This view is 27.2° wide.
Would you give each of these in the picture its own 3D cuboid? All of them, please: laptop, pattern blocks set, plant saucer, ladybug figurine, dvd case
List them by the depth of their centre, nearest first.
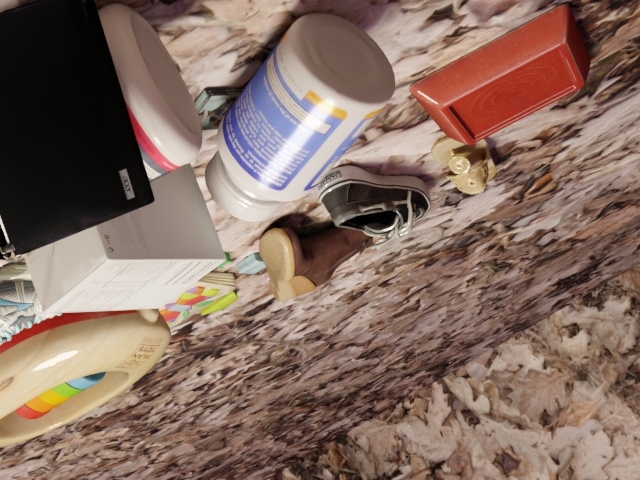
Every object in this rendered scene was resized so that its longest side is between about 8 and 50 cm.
[{"bbox_3d":[-0.339,-0.110,1.331,0.264,0.234,0.136,-4,-157,28],"label":"laptop"},{"bbox_3d":[-0.121,-0.174,1.753,0.119,0.013,0.087,-7,155,-38],"label":"dvd case"},{"bbox_3d":[0.286,-0.235,2.008,0.259,0.048,0.258,-28,161,11],"label":"plant saucer"},{"bbox_3d":[-0.439,0.190,2.137,0.449,0.162,0.305,-30,161,20],"label":"ladybug figurine"},{"bbox_3d":[-0.252,0.109,2.344,0.285,0.026,0.325,-2,151,-48],"label":"pattern blocks set"}]

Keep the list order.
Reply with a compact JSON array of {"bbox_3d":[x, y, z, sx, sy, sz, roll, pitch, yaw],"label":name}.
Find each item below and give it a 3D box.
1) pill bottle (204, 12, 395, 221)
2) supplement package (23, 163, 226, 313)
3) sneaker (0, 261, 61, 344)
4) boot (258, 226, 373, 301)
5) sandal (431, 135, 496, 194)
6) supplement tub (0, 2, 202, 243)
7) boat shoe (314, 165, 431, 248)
[{"bbox_3d":[-0.038,-0.146,1.679,0.152,0.152,0.272,-6,150,-42],"label":"pill bottle"},{"bbox_3d":[-0.267,-0.024,1.707,0.149,0.194,0.203,-36,157,34],"label":"supplement package"},{"bbox_3d":[-0.433,0.092,1.833,0.283,0.122,0.110,5,172,-16],"label":"sneaker"},{"bbox_3d":[0.000,0.000,2.304,0.207,0.090,0.248,-33,160,-14],"label":"boot"},{"bbox_3d":[0.263,-0.115,2.254,0.088,0.079,0.240,-28,160,14],"label":"sandal"},{"bbox_3d":[-0.284,-0.118,1.439,0.272,0.191,0.191,-26,161,8],"label":"supplement tub"},{"bbox_3d":[0.105,-0.049,2.206,0.113,0.105,0.306,-31,160,21],"label":"boat shoe"}]
